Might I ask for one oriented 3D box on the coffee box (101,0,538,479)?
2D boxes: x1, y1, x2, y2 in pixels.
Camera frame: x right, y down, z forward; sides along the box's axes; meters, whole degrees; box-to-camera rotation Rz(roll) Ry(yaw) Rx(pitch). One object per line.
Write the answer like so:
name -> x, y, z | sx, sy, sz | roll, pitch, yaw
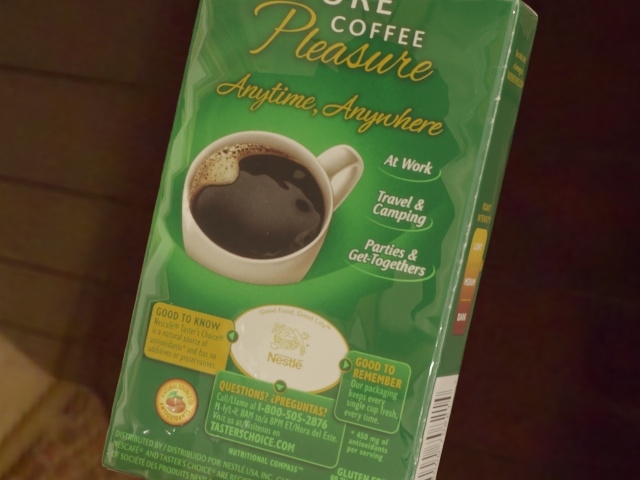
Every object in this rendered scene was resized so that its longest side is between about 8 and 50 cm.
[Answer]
coffee box -> 0.000, 0.000, 0.586 | 0.040, 0.113, 0.184 | 7, 94, -70
